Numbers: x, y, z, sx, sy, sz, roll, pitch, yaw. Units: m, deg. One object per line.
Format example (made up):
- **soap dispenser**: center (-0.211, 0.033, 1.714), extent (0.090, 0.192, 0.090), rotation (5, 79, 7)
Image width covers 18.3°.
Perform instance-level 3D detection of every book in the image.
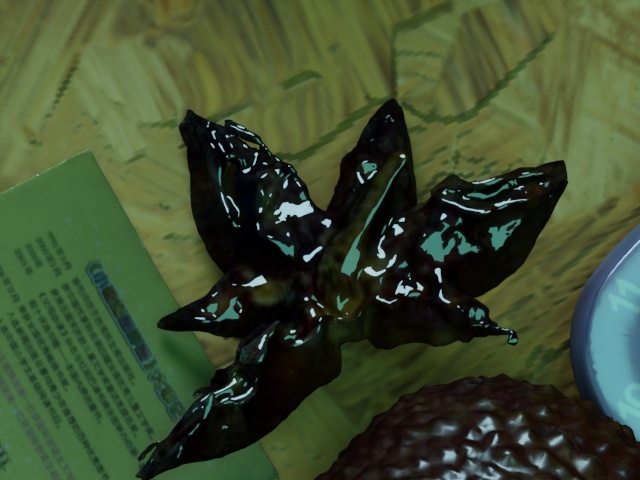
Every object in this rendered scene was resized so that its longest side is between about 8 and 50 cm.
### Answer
- **book**: center (-0.125, 0.071, 0.806), extent (0.192, 0.013, 0.168), rotation (-30, 90, -37)

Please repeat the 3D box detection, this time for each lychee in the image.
- **lychee**: center (0.072, 0.146, 0.790), extent (0.194, 0.194, 0.194), rotation (0, 86, -7)

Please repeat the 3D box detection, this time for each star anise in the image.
- **star anise**: center (0.001, 0.002, 0.844), extent (0.212, 0.053, 0.157), rotation (-24, 58, 4)

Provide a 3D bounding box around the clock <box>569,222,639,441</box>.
- **clock**: center (0.207, 0.023, 0.868), extent (0.172, 0.064, 0.198), rotation (26, 84, -4)
